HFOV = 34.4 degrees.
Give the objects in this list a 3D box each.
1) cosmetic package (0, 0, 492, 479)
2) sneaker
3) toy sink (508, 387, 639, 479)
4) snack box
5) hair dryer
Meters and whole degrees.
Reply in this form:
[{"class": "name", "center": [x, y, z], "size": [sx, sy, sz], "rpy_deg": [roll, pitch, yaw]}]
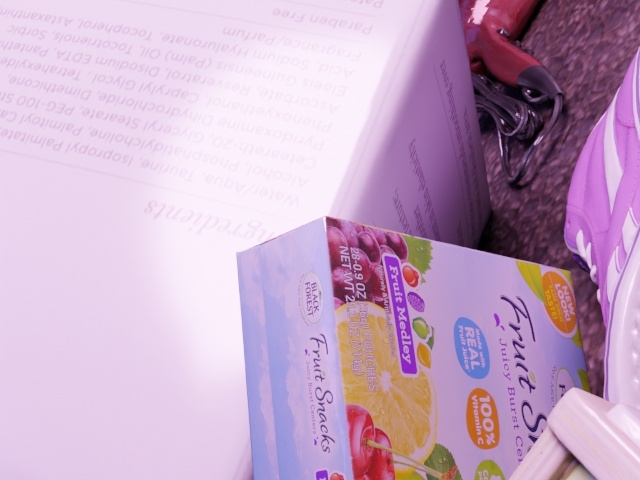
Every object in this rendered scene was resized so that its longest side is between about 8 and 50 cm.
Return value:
[{"class": "cosmetic package", "center": [-0.097, 0.031, 0.741], "size": [0.329, 0.328, 0.393], "rpy_deg": [66, -138, -60]}, {"class": "sneaker", "center": [0.193, 0.024, 0.583], "size": [0.161, 0.102, 0.282], "rpy_deg": [112, 173, -63]}, {"class": "toy sink", "center": [0.139, 0.150, 0.375], "size": [0.234, 0.131, 0.153], "rpy_deg": [-56, 37, 13]}, {"class": "snack box", "center": [0.060, 0.092, 0.521], "size": [0.070, 0.207, 0.174], "rpy_deg": [-21, 68, 40]}, {"class": "hair dryer", "center": [0.171, -0.168, 0.971], "size": [0.224, 0.080, 0.293], "rpy_deg": [-5, 61, 50]}]
